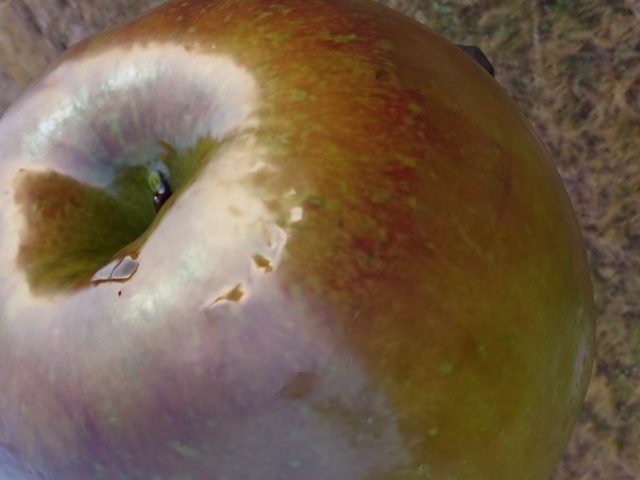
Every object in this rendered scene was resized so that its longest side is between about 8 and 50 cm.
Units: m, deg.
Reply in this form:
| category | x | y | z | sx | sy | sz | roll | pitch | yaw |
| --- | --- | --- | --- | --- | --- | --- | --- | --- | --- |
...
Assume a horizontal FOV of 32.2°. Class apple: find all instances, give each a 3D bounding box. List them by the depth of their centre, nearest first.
| category | x | y | z | sx | sy | sz | roll | pitch | yaw |
| --- | --- | --- | --- | --- | --- | --- | --- | --- | --- |
| apple | -0.026 | 0.037 | 0.679 | 0.384 | 0.374 | 0.374 | 1 | 135 | 35 |

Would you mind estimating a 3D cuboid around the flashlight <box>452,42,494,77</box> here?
| category | x | y | z | sx | sy | sz | roll | pitch | yaw |
| --- | --- | --- | --- | --- | --- | --- | --- | --- | --- |
| flashlight | 0.000 | 0.000 | 0.972 | 0.103 | 0.424 | 0.103 | 42 | -177 | -3 |
